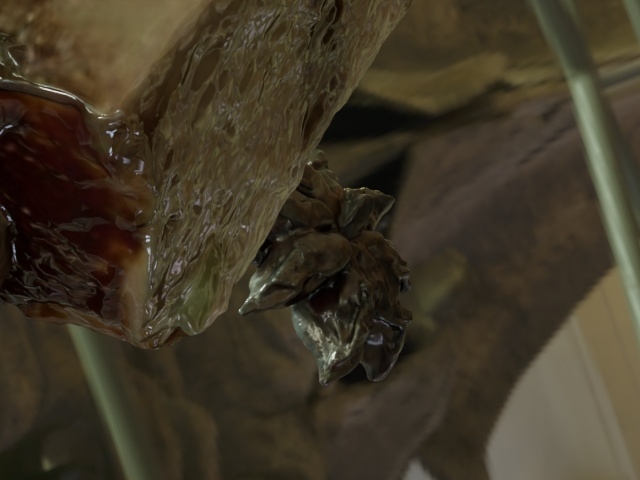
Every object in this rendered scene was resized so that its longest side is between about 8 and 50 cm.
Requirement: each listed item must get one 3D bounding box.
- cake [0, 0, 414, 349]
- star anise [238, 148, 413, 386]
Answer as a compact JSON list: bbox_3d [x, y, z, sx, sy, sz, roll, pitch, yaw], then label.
[{"bbox_3d":[-0.091,-0.086,0.589,0.196,0.198,0.293,97,-162,-63],"label":"cake"},{"bbox_3d":[0.000,-0.001,1.392,0.223,0.109,0.236,36,-154,-23],"label":"star anise"}]
